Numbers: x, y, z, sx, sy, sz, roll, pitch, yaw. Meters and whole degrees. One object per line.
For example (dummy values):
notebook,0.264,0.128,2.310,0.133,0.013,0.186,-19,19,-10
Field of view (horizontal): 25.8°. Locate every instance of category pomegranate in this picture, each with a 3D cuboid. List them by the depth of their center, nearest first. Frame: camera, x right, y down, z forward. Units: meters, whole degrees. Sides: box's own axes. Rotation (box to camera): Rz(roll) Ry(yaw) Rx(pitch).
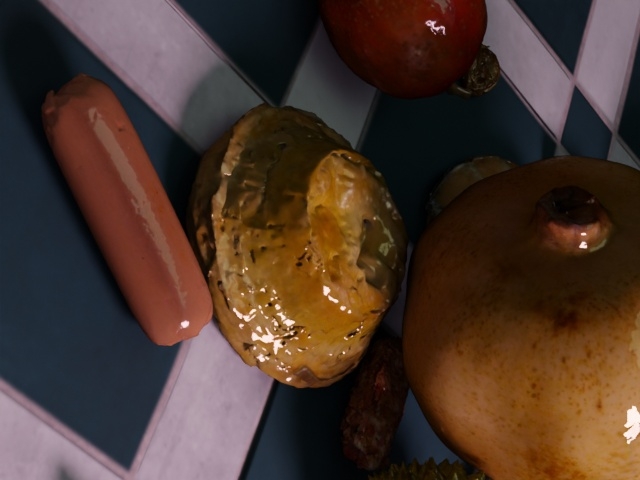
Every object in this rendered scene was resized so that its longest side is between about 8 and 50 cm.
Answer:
pomegranate,0.291,0.089,1.586,0.416,0.417,0.416,17,67,-46

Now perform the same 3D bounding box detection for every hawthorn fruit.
hawthorn fruit,0.116,-0.266,1.719,0.253,0.205,0.205,56,44,-21

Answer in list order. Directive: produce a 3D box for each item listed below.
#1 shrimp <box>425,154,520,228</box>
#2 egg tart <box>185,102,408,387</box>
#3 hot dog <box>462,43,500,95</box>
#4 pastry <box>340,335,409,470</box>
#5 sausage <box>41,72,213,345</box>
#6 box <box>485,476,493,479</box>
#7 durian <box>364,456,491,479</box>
shrimp,0.229,0.082,1.849,0.272,0.085,0.445,29,57,-34
egg tart,-0.003,-0.003,1.570,0.341,0.129,0.341,19,63,-45
hot dog,0.225,-0.243,1.966,0.058,0.035,0.083,35,55,-34
pastry,0.062,0.193,1.640,0.087,0.063,0.169,48,50,-37
sausage,-0.191,-0.027,1.390,0.086,0.086,0.289,-38,110,-47
box,0.351,0.310,1.899,0.370,0.112,0.190,-44,114,-45
durian,0.124,0.348,1.559,0.200,0.176,0.237,-36,119,-26
